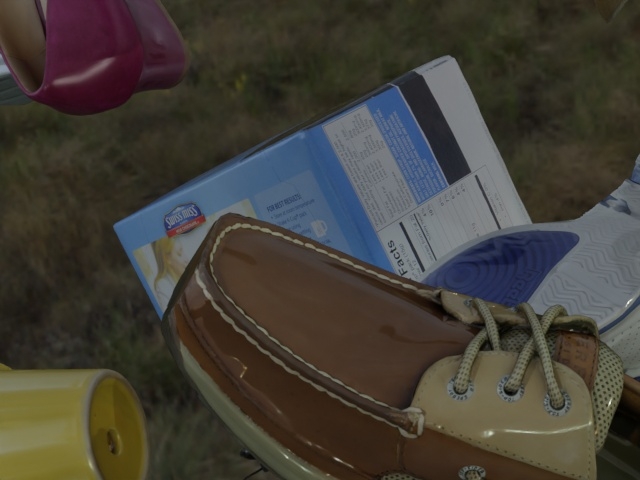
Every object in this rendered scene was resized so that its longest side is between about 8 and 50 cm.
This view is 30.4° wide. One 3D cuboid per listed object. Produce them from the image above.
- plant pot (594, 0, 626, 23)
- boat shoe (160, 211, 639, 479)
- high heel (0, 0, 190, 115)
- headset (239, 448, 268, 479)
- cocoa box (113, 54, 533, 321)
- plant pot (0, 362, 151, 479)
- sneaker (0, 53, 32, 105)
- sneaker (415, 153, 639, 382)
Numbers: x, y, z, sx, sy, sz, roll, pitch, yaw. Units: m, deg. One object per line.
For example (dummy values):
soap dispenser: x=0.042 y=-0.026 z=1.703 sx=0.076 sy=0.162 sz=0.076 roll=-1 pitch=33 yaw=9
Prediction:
plant pot: x=0.235 y=-0.247 z=0.743 sx=0.032 sy=0.236 sz=0.236 roll=32 pitch=34 yaw=3
boat shoe: x=0.089 y=0.077 z=0.543 sx=0.324 sy=0.120 sz=0.122 roll=31 pitch=40 yaw=-13
high heel: x=-0.266 y=-0.263 z=0.964 sx=0.377 sy=0.127 sz=0.181 roll=47 pitch=27 yaw=10
headset: x=0.087 y=0.320 z=1.260 sx=0.394 sy=0.243 sz=0.185 roll=29 pitch=-2 yaw=15
cocoa box: x=0.000 y=0.000 z=1.200 sx=0.228 sy=0.231 sz=0.347 roll=-32 pitch=7 yaw=-41
plant pot: x=-0.346 y=0.259 z=1.417 sx=0.239 sy=0.254 sz=0.254 roll=-13 pitch=24 yaw=16
sneaker: x=-0.317 y=-0.203 z=1.241 sx=0.258 sy=0.091 sz=0.094 roll=-5 pitch=-16 yaw=36
sneaker: x=0.211 y=0.057 z=0.798 sx=0.315 sy=0.182 sz=0.127 roll=-29 pitch=37 yaw=-15
